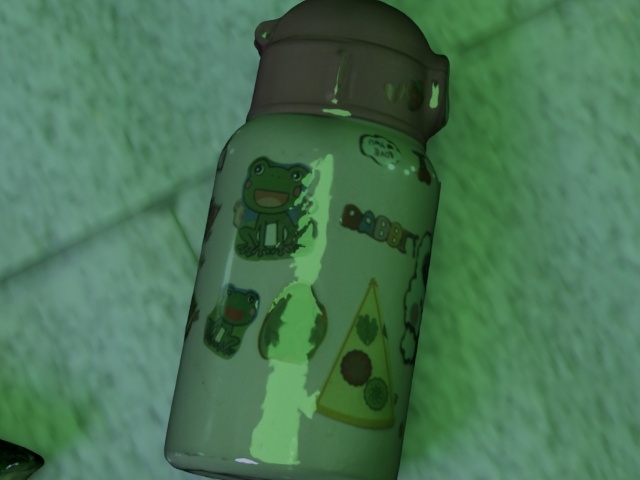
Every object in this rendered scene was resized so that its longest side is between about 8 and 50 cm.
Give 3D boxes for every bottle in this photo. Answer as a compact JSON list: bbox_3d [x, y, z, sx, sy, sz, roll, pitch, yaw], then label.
[{"bbox_3d":[0.000,0.000,0.781,0.120,0.120,0.253,10,79,4],"label":"bottle"}]

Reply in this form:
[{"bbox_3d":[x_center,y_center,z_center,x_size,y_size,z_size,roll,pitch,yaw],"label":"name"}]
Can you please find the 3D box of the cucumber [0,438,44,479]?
[{"bbox_3d":[-0.276,0.092,0.793,0.265,0.077,0.077,23,80,8],"label":"cucumber"}]
